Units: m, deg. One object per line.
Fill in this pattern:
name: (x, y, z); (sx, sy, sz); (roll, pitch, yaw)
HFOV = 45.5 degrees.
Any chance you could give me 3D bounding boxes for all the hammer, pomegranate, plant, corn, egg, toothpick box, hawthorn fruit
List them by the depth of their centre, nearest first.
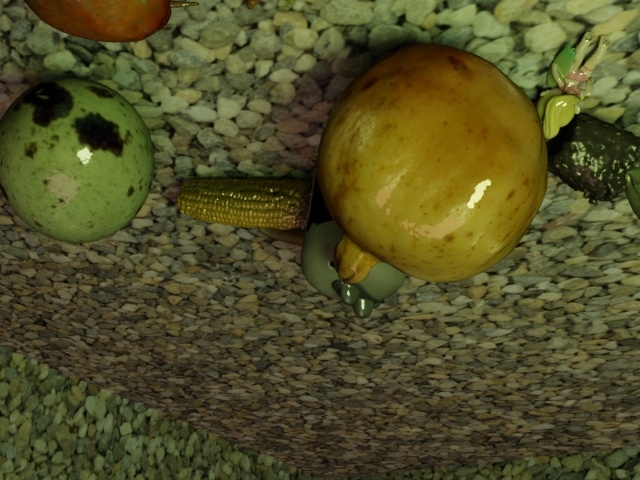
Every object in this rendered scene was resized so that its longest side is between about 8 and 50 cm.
hawthorn fruit: (-0.298, -0.377, 1.098); (0.210, 0.211, 0.262); (-19, 150, 39)
pomegranate: (0.157, -0.097, 1.209); (0.409, 0.410, 0.410); (7, 149, 4)
plant: (0.489, -0.131, 1.303); (0.203, 0.143, 0.131); (33, 176, 0)
egg: (-0.455, -0.142, 1.435); (0.287, 0.288, 0.379); (11, 162, -2)
toothpick box: (0.078, -0.014, 1.454); (0.228, 0.317, 0.229); (7, 150, 4)
corn: (-0.151, -0.079, 1.608); (0.317, 0.115, 0.115); (2, 148, 18)
hammer: (0.000, 0.000, 1.689); (0.305, 0.113, 0.202); (15, 179, 19)

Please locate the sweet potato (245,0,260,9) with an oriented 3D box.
sweet potato: (-0.091, -0.407, 1.127); (0.044, 0.044, 0.179); (10, 149, 0)

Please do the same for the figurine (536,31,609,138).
figurine: (0.397, -0.247, 1.222); (0.083, 0.083, 0.187); (14, 139, -7)
